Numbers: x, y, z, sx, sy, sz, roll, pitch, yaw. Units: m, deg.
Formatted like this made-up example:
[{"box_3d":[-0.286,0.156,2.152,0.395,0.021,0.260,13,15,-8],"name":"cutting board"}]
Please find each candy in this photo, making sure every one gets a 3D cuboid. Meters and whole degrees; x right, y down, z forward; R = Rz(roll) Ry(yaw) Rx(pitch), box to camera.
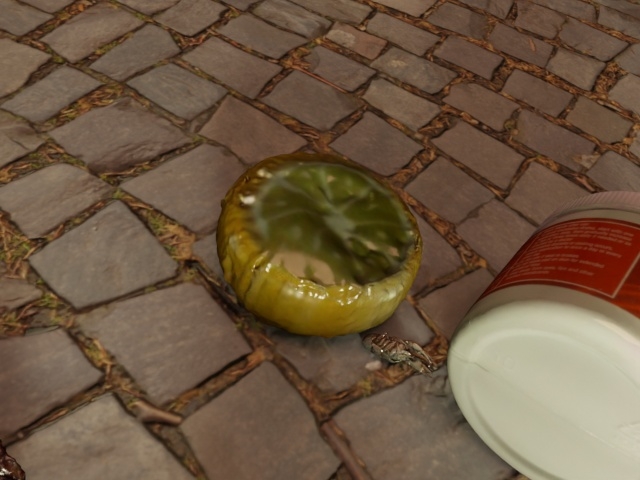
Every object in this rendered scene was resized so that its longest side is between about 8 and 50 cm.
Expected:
[{"box_3d":[0.000,0.000,0.785,0.259,0.118,0.260,12,45,-12],"name":"candy"}]

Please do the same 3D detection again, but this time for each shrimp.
[{"box_3d":[0.095,0.129,0.743,0.092,0.038,0.029,22,49,4],"name":"shrimp"}]

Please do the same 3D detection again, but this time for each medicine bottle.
[{"box_3d":[0.296,0.108,0.674,0.252,0.253,0.241,37,51,17],"name":"medicine bottle"}]

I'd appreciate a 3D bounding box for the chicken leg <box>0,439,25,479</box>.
[{"box_3d":[-0.401,0.206,0.499,0.322,0.083,0.177,15,41,-5],"name":"chicken leg"}]
